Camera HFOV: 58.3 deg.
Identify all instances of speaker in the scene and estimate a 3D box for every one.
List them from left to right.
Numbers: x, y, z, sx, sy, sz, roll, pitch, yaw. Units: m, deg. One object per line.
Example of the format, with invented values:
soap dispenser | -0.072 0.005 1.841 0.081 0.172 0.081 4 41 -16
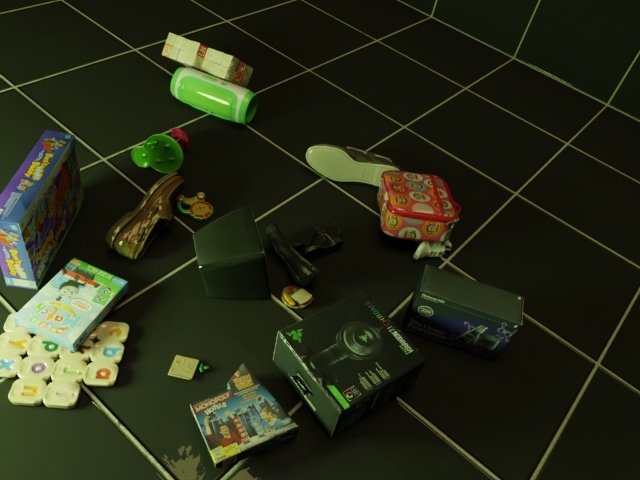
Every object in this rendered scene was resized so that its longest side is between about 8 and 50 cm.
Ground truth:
speaker | -0.379 -0.519 2.055 0.297 0.131 0.131 22 45 8

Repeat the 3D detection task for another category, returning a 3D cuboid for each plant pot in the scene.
plant pot | -0.236 0.045 1.506 0.167 0.187 0.188 -12 50 -9

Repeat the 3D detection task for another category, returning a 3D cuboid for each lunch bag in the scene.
lunch bag | 0.315 -0.108 1.804 0.258 0.120 0.293 8 33 -5

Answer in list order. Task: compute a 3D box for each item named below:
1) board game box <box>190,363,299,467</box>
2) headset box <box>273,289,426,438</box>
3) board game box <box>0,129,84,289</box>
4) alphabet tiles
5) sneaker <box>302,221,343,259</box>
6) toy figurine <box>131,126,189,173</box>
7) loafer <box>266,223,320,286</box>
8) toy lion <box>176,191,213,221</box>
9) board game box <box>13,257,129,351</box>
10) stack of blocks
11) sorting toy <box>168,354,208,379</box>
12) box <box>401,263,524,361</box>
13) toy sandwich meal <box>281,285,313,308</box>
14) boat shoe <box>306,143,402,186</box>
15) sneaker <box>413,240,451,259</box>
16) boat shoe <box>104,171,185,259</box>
board game box | -0.178 0.379 1.265 0.194 0.060 0.194 -15 50 -26
headset box | 0.056 0.288 1.362 0.283 0.131 0.246 -22 54 -30
board game box | -0.713 -0.084 1.467 0.078 0.233 0.347 9 45 -5
alphabet tiles | -0.596 0.250 1.317 0.278 0.021 0.284 6 45 -7
sneaker | 0.001 -0.002 1.695 0.170 0.051 0.089 -17 52 -34
toy figurine | -0.496 -0.303 1.849 0.173 0.130 0.159 -6 28 14
loafer | -0.076 0.031 1.611 0.078 0.076 0.223 -39 60 6
toy lion | -0.374 -0.096 1.711 0.100 0.034 0.096 -8 56 -20
board game box | -0.590 0.149 1.375 0.160 0.039 0.211 22 46 8
stack of blocks | -0.418 -0.662 2.122 0.297 0.087 0.171 27 9 28
sorting toy | -0.307 0.301 1.343 0.083 0.012 0.062 12 40 3
box | 0.367 0.192 1.497 0.261 0.184 0.103 18 44 5
toy sandwich meal | -0.064 0.149 1.542 0.086 0.029 0.085 7 45 -7
boat shoe | 0.112 -0.256 1.942 0.335 0.112 0.095 14 27 -7
sneaker | 0.345 0.025 1.750 0.152 0.053 0.061 -26 60 -34
boat shoe | -0.461 -0.065 1.610 0.104 0.110 0.307 29 58 6
